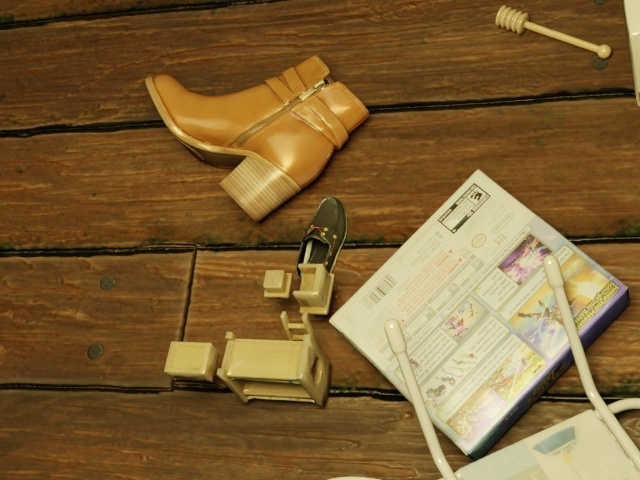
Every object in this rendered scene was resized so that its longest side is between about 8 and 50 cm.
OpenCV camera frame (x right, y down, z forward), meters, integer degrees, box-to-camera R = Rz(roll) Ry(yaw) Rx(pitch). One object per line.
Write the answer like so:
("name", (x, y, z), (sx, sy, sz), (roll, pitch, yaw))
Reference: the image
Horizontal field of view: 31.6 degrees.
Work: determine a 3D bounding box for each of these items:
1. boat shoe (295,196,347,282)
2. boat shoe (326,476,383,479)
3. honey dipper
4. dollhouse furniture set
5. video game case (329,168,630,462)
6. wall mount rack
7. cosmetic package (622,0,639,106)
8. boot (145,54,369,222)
("boat shoe", (0.002, 0.000, 1.479), (0.049, 0.042, 0.133), (7, 69, 24))
("boat shoe", (0.124, 0.354, 1.240), (0.306, 0.113, 0.105), (18, 57, 16))
("honey dipper", (0.309, -0.272, 1.496), (0.161, 0.030, 0.030), (27, 78, 24))
("dollhouse furniture set", (-0.078, 0.116, 1.428), (0.182, 0.101, 0.160), (1, 61, 20))
("video game case", (0.189, 0.086, 1.363), (0.269, 0.061, 0.244), (-45, 61, -3))
("wall mount rack", (0.229, 0.195, 1.206), (0.350, 0.130, 0.304), (-20, 55, -16))
("cosmetic package", (0.470, -0.368, 1.387), (0.217, 0.156, 0.384), (-9, 57, 15))
("boot", (-0.091, -0.187, 1.550), (0.220, 0.109, 0.283), (-44, 63, -1))
